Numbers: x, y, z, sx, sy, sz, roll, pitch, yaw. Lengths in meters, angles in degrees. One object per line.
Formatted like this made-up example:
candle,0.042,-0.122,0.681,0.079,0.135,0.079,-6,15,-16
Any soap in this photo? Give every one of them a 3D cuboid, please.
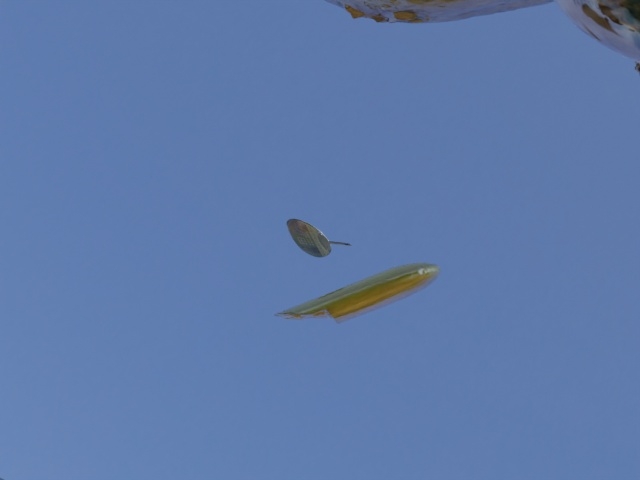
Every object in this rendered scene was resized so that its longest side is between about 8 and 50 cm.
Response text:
soap,0.040,0.057,1.486,0.168,0.089,0.033,-21,-101,7

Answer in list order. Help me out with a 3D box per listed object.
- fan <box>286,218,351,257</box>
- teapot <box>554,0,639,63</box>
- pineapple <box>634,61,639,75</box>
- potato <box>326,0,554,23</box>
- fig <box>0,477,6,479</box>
fan,-0.003,0.004,1.644,0.080,0.003,0.060,26,-30,14
teapot,0.197,-0.147,0.609,0.298,0.204,0.139,8,-63,44
pineapple,0.391,-0.202,1.421,0.176,0.137,0.161,68,-18,-6
potato,0.106,-0.326,1.099,0.385,0.442,0.319,-137,-148,-58
fig,-0.337,0.377,1.494,0.314,0.233,0.233,50,-50,11
